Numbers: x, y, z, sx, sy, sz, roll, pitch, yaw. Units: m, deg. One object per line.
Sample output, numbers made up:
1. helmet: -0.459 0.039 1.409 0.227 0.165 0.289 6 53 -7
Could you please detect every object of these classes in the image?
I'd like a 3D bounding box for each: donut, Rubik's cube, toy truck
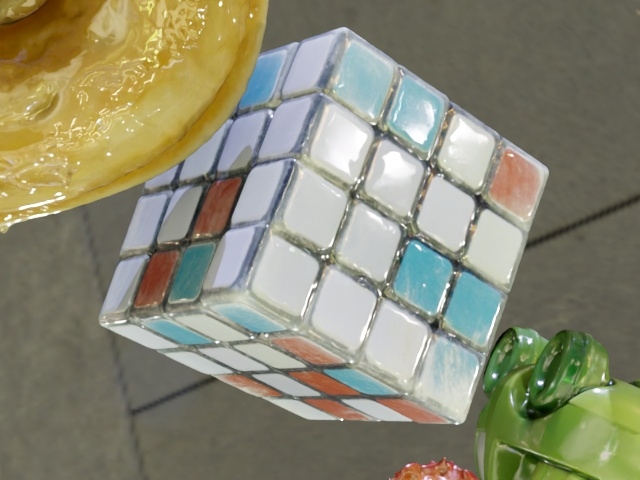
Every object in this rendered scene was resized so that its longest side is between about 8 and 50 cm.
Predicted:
1. donut: -0.261 -0.216 1.388 0.449 0.198 0.449 -1 96 -6
2. Rubik's cube: 0.000 0.000 1.520 0.253 0.256 0.259 -10 56 54
3. toy truck: 0.174 0.163 1.162 0.210 0.148 0.187 -69 11 -23

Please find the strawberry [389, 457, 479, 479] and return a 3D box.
1. strawberry: 0.080 0.218 1.325 0.152 0.048 0.104 -3 47 1
